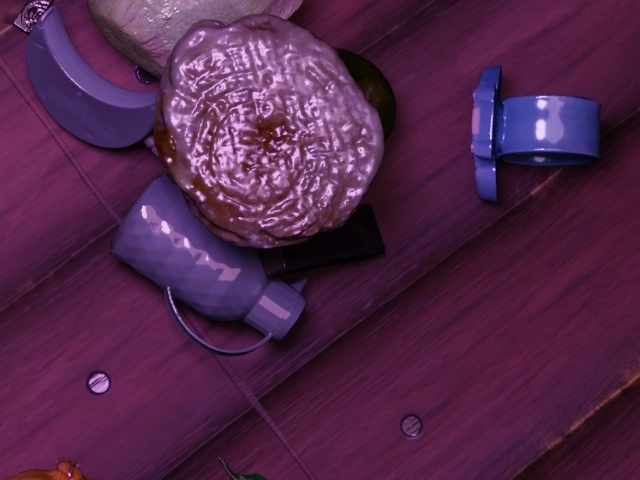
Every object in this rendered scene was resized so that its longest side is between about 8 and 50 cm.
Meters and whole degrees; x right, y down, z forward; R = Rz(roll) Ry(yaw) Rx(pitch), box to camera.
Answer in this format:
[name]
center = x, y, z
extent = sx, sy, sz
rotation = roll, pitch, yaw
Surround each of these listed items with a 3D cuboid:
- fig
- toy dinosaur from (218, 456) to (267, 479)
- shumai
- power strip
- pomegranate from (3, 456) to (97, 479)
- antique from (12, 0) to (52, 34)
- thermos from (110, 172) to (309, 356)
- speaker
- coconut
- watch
[fig]
center = 0.026, -0.189, 1.912
extent = 0.195, 0.245, 0.195
rotation = -3, 99, -17
[toy dinosaur]
center = -0.106, 0.361, 1.919
extent = 0.060, 0.029, 0.119
rotation = -35, 85, -26
[shumai]
center = -0.083, -0.142, 1.810
extent = 0.304, 0.263, 0.309
rotation = 8, 89, -10
[power strip]
center = -0.317, -0.213, 1.893
extent = 0.253, 0.167, 0.054
rotation = 36, 44, 0
[pomegranate]
center = -0.362, 0.408, 1.756
extent = 0.248, 0.248, 0.248
rotation = 1, 82, -10
[antique]
center = -0.397, -0.394, 1.977
extent = 0.031, 0.015, 0.192
rotation = 33, 78, -4
[thermos]
center = -0.160, 0.049, 1.887
extent = 0.286, 0.145, 0.182
rotation = 36, 67, -3
[speaker]
center = 0.000, 0.000, 1.916
extent = 0.218, 0.044, 0.082
rotation = -12, 82, -47
[coconut]
center = -0.176, -0.394, 1.879
extent = 0.329, 0.281, 0.328
rotation = -4, 99, -24
[watch]
center = 0.327, -0.164, 1.984
extent = 0.193, 0.211, 0.210
rotation = 1, 81, 8
